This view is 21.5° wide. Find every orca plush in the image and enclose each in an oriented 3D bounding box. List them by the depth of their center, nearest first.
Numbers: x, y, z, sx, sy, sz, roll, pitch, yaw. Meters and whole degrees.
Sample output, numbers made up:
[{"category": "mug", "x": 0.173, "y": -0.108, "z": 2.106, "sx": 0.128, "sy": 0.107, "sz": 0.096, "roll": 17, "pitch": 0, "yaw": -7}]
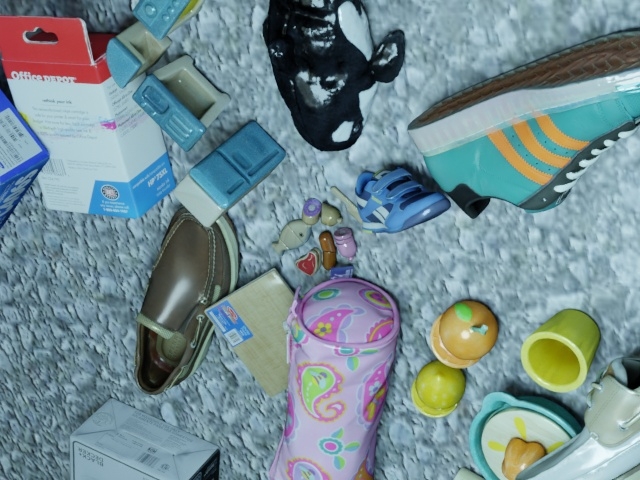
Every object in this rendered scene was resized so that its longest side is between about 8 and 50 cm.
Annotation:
[{"category": "orca plush", "x": -0.002, "y": -0.197, "z": 1.576, "sx": 0.151, "sy": 0.102, "sz": 0.287, "roll": 28, "pitch": 131, "yaw": 16}]

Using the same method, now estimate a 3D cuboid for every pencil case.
[{"category": "pencil case", "x": 0.012, "y": 0.172, "z": 1.797, "sx": 0.124, "sy": 0.124, "sz": 0.284, "roll": 22, "pitch": 130, "yaw": 20}]

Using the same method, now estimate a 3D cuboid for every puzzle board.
[{"category": "puzzle board", "x": -0.052, "y": 0.101, "z": 1.843, "sx": 0.096, "sy": 0.011, "sz": 0.128, "roll": -30, "pitch": 107, "yaw": 19}]

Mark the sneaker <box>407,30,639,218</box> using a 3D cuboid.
[{"category": "sneaker", "x": 0.217, "y": -0.097, "z": 1.501, "sx": 0.302, "sy": 0.108, "sz": 0.121, "roll": -15, "pitch": 111, "yaw": 48}]

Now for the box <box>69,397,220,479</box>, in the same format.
[{"category": "box", "x": -0.221, "y": 0.355, "z": 2.103, "sx": 0.169, "sy": 0.087, "sz": 0.290, "roll": 20, "pitch": 128, "yaw": 22}]

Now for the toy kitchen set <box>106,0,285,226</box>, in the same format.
[{"category": "toy kitchen set", "x": -0.115, "y": -0.154, "z": 1.668, "sx": 0.207, "sy": 0.122, "sz": 0.166, "roll": 45, "pitch": 133, "yaw": 0}]

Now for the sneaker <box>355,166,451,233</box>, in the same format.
[{"category": "sneaker", "x": 0.074, "y": -0.040, "z": 1.641, "sx": 0.144, "sy": 0.053, "sz": 0.059, "roll": -2, "pitch": 106, "yaw": 62}]

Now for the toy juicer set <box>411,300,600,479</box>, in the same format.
[{"category": "toy juicer set", "x": 0.184, "y": 0.209, "z": 1.731, "sx": 0.209, "sy": 0.089, "sz": 0.329, "roll": 11, "pitch": 125, "yaw": 28}]

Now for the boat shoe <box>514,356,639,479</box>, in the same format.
[{"category": "boat shoe", "x": 0.299, "y": 0.156, "z": 1.580, "sx": 0.302, "sy": 0.113, "sz": 0.103, "roll": -34, "pitch": 94, "yaw": 19}]

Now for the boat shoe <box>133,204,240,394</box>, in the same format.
[{"category": "boat shoe", "x": -0.155, "y": 0.073, "z": 1.864, "sx": 0.095, "sy": 0.095, "sz": 0.257, "roll": 26, "pitch": 130, "yaw": 17}]

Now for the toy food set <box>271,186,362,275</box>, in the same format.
[{"category": "toy food set", "x": 0.000, "y": 0.000, "z": 1.763, "sx": 0.078, "sy": 0.019, "sz": 0.122, "roll": 43, "pitch": 133, "yaw": 2}]

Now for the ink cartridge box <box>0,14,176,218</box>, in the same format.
[{"category": "ink cartridge box", "x": -0.251, "y": -0.145, "z": 1.796, "sx": 0.134, "sy": 0.078, "sz": 0.231, "roll": 7, "pitch": 123, "yaw": 32}]

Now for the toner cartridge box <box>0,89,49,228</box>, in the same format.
[{"category": "toner cartridge box", "x": -0.432, "y": -0.069, "z": 1.915, "sx": 0.165, "sy": 0.075, "sz": 0.348, "roll": 53, "pitch": 145, "yaw": 5}]
